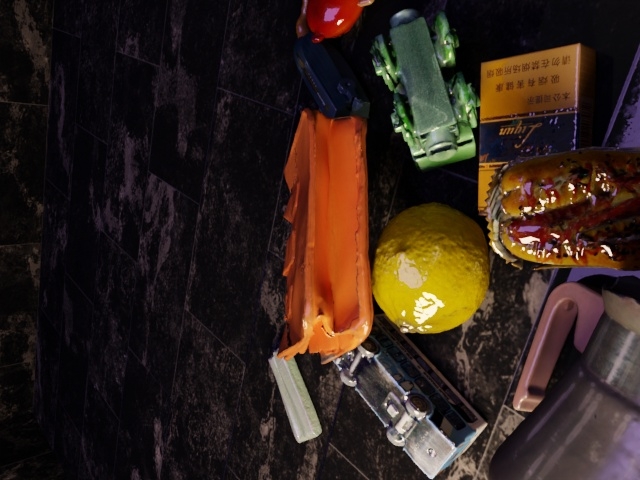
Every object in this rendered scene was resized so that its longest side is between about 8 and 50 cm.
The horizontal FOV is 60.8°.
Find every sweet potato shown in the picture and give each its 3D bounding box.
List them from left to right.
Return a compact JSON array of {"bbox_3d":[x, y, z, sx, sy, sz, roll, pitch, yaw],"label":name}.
[{"bbox_3d":[-0.034,-0.451,1.172,0.044,0.044,0.179,-4,85,47],"label":"sweet potato"}]

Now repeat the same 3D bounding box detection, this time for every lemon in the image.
[{"bbox_3d":[0.175,0.045,0.882,0.192,0.192,0.231,-9,48,47],"label":"lemon"}]

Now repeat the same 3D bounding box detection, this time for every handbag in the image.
[{"bbox_3d":[0.000,0.000,0.985,0.303,0.116,0.410,122,150,-67],"label":"handbag"}]

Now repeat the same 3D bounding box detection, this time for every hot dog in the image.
[{"bbox_3d":[0.351,-0.040,0.701,0.270,0.082,0.163,-2,93,17],"label":"hot dog"}]

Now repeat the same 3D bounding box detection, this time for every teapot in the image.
[{"bbox_3d":[0.379,0.221,0.658,0.376,0.305,0.362,-129,56,-68],"label":"teapot"}]

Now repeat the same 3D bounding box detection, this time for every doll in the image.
[{"bbox_3d":[0.043,-0.481,1.060,0.183,0.085,0.217,12,86,44],"label":"doll"}]

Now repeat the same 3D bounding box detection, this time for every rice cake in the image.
[{"bbox_3d":[-0.065,0.358,1.286,0.080,0.042,0.222,-41,66,46],"label":"rice cake"}]

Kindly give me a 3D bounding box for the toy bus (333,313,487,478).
[{"bbox_3d":[0.147,0.264,0.986,0.297,0.131,0.106,48,128,34],"label":"toy bus"}]

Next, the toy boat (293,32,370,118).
[{"bbox_3d":[0.012,-0.326,1.098,0.246,0.093,0.103,63,154,21],"label":"toy boat"}]

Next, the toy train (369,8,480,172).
[{"bbox_3d":[0.170,-0.233,0.866,0.132,0.188,0.243,-16,81,13],"label":"toy train"}]

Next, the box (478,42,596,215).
[{"bbox_3d":[0.318,-0.153,0.809,0.152,0.070,0.237,6,96,46],"label":"box"}]
